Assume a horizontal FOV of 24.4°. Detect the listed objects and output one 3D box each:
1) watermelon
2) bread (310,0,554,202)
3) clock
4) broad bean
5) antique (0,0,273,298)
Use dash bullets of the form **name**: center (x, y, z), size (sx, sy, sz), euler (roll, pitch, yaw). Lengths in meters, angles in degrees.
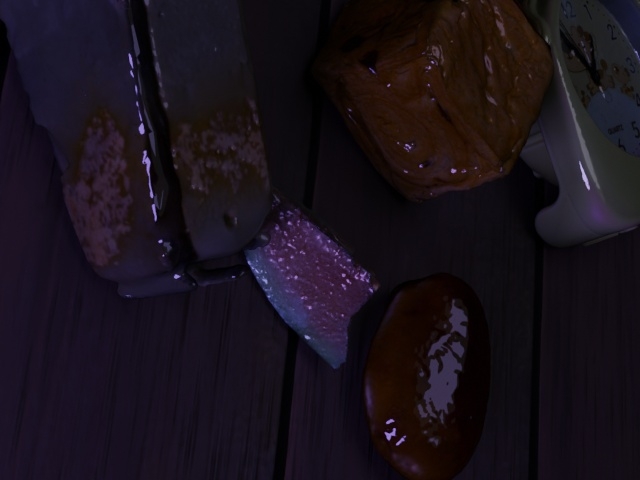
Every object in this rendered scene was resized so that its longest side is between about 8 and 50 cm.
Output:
- **watermelon**: center (-0.010, 0.001, 1.123), size (0.155, 0.080, 0.101), euler (39, 39, -8)
- **bread**: center (0.094, -0.134, 1.219), size (0.158, 0.149, 0.143), euler (47, 50, -22)
- **clock**: center (0.251, -0.159, 1.422), size (0.235, 0.096, 0.308), euler (-20, 89, -46)
- **broad bean**: center (0.085, 0.109, 1.164), size (0.114, 0.084, 0.165), euler (25, 63, -17)
- **antique**: center (-0.118, -0.104, 1.011), size (0.125, 0.150, 0.284), euler (-19, 96, -48)
